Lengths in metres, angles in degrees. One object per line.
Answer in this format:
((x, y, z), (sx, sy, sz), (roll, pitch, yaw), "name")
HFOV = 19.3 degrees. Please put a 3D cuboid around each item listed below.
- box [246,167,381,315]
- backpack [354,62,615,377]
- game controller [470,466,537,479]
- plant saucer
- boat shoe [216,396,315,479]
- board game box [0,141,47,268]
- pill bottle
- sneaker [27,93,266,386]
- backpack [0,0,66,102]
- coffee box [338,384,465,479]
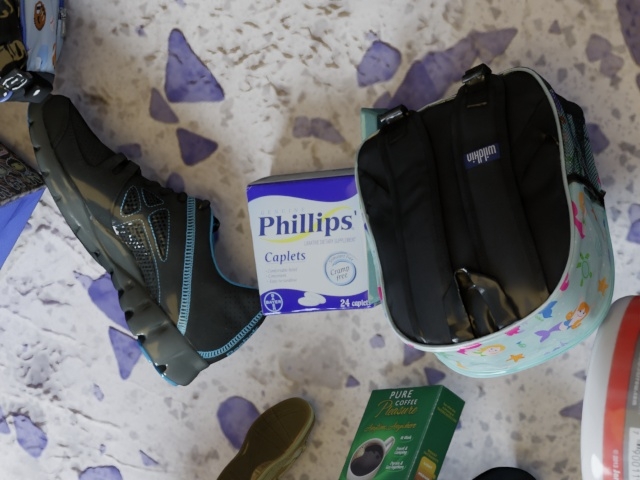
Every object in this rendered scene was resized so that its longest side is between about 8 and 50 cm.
((0.000, 0.000, 1.900), (0.126, 0.072, 0.137), (-5, 98, 22), "box")
((0.161, -0.001, 1.744), (0.225, 0.191, 0.253), (-23, 54, 23), "backpack")
((0.225, 0.373, 1.827), (0.067, 0.166, 0.319), (-36, 82, 38), "game controller")
((0.063, -0.035, 1.857), (0.018, 0.067, 0.192), (-2, 92, 25), "plant saucer")
((-0.053, 0.227, 1.984), (0.056, 0.048, 0.153), (45, 108, 33), "boat shoe")
((-0.483, -0.048, 2.034), (0.291, 0.141, 0.232), (38, 116, 11), "board game box")
((0.431, 0.167, 1.688), (0.363, 0.210, 0.210), (5, 102, 20), "pill bottle")
((-0.185, -0.019, 1.964), (0.139, 0.125, 0.341), (-32, 84, -4), "sneaker")
((-0.376, -0.278, 1.920), (0.276, 0.213, 0.263), (6, 102, 10), "backpack")
((0.068, 0.231, 1.855), (0.040, 0.184, 0.113), (36, 152, -28), "coffee box")
